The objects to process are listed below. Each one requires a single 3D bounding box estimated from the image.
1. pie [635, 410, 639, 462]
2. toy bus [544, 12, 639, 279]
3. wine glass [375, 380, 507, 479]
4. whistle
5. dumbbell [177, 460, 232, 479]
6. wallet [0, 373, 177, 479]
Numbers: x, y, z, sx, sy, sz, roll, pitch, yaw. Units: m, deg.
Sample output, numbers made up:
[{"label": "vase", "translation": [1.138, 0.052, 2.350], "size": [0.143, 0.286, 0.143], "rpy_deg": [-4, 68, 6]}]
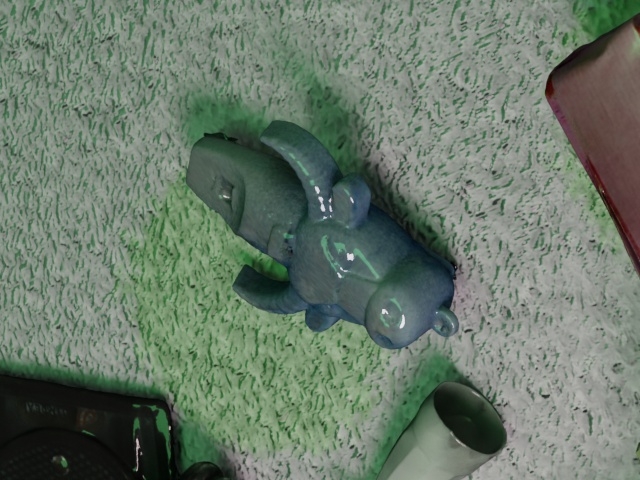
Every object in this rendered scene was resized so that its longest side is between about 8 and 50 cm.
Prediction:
[{"label": "pie", "translation": [0.310, 0.264, 1.353], "size": [0.296, 0.078, 0.371], "rpy_deg": [23, 131, 3]}, {"label": "toy bus", "translation": [0.280, -0.025, 1.313], "size": [0.127, 0.147, 0.302], "rpy_deg": [-30, 87, 38]}, {"label": "wine glass", "translation": [0.075, 0.184, 1.526], "size": [0.073, 0.073, 0.155], "rpy_deg": [50, 124, 9]}, {"label": "whistle", "translation": [0.000, 0.000, 1.503], "size": [0.269, 0.093, 0.180], "rpy_deg": [30, 135, 20]}, {"label": "dumbbell", "translation": [-0.035, 0.269, 1.594], "size": [0.254, 0.110, 0.110], "rpy_deg": [19, 112, 18]}, {"label": "wallet", "translation": [-0.224, 0.284, 1.739], "size": [0.247, 0.041, 0.323], "rpy_deg": [6, 108, 30]}]
